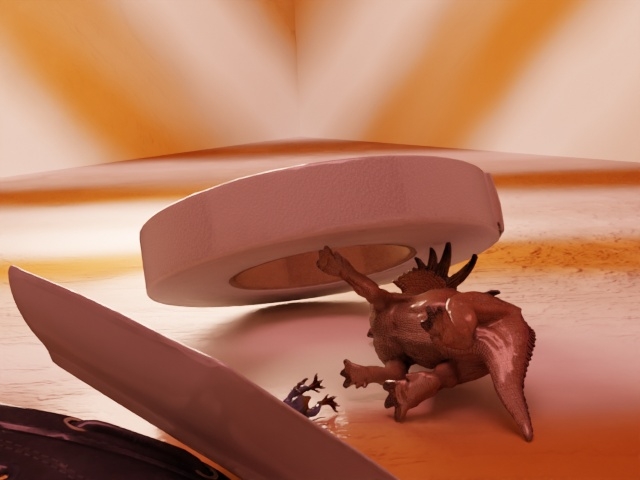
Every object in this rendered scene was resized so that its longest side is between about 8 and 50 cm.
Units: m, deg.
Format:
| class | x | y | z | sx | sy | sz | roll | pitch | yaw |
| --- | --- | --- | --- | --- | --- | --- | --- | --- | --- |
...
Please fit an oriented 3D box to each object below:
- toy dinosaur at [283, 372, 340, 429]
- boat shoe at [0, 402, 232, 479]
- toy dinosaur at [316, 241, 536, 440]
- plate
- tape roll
| class | x | y | z | sx | sy | sz | roll | pitch | yaw |
| --- | --- | --- | --- | --- | --- | --- | --- | --- | --- |
| toy dinosaur | -0.021 | 0.153 | 0.851 | 0.082 | 0.047 | 0.090 | -24 | -10 | -39 |
| boat shoe | -0.259 | 0.157 | 0.507 | 0.501 | 0.186 | 0.156 | 6 | 12 | 7 |
| toy dinosaur | 0.125 | 0.082 | 0.929 | 0.200 | 0.127 | 0.296 | -3 | 16 | -38 |
| plate | -0.052 | 0.124 | 0.617 | 0.277 | 0.045 | 0.278 | 12 | -23 | 51 |
| tape roll | 0.000 | 0.000 | 1.066 | 0.392 | 0.071 | 0.392 | -10 | -12 | -2 |
